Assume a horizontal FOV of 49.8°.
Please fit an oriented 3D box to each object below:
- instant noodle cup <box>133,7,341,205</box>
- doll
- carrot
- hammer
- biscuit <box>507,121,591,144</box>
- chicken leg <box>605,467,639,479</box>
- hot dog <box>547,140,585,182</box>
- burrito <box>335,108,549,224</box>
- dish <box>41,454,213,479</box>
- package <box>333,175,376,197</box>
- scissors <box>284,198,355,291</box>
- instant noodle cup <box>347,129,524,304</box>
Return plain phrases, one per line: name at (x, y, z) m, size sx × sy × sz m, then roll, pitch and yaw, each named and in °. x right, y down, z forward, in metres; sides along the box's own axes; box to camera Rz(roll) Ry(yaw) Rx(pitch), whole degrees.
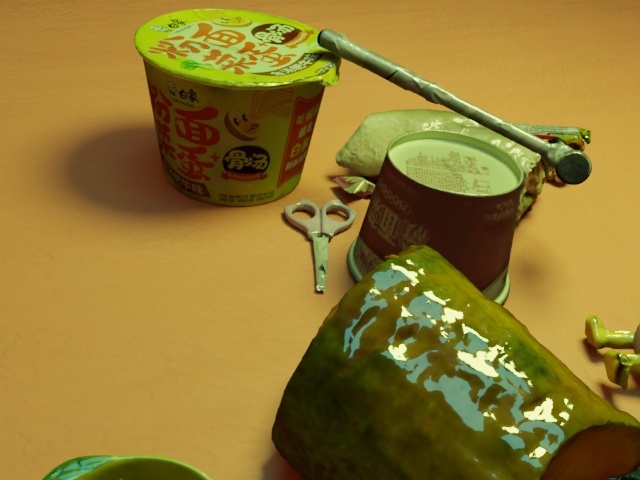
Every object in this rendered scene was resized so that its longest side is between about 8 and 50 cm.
instant noodle cup at (-0.130, -0.206, 1.082) m, size 0.311 × 0.222 × 0.311 m, roll 5°, pitch 36°, yaw -3°
doll at (0.521, 0.139, 0.839) m, size 0.364 × 0.094 × 0.160 m, roll 8°, pitch 25°, yaw -3°
carrot at (0.083, 0.143, 0.625) m, size 0.241 × 0.242 × 0.340 m, roll -23°, pitch 48°, yaw -36°
hammer at (0.181, -0.197, 0.966) m, size 0.426 × 0.044 × 0.152 m, roll 29°, pitch 18°, yaw 7°
biscuit at (0.357, -0.207, 1.299) m, size 0.291 × 0.026 × 0.048 m, roll 8°, pitch 26°, yaw 24°
chicken leg at (0.309, 0.224, 0.720) m, size 0.253 × 0.051 × 0.106 m, roll -8°, pitch 33°, yaw -25°
hot dog at (0.443, -0.158, 1.276) m, size 0.071 × 0.045 × 0.165 m, roll 21°, pitch 37°, yaw 21°
burrito at (0.203, -0.144, 1.134) m, size 0.331 × 0.135 × 0.190 m, roll 21°, pitch 36°, yaw 18°
dish at (-0.152, 0.257, 0.557) m, size 0.207 × 0.080 × 0.149 m, roll 17°, pitch 40°, yaw 10°
package at (0.070, -0.088, 1.123) m, size 0.083 × 0.029 × 0.059 m, roll 1°, pitch 27°, yaw -27°
scissors at (0.000, 0.000, 0.993) m, size 0.110 × 0.021 × 0.212 m, roll 3°, pitch 35°, yaw -3°
instant noodle cup at (0.162, -0.031, 0.933) m, size 0.234 × 0.179 × 0.235 m, roll 5°, pitch 34°, yaw -3°
